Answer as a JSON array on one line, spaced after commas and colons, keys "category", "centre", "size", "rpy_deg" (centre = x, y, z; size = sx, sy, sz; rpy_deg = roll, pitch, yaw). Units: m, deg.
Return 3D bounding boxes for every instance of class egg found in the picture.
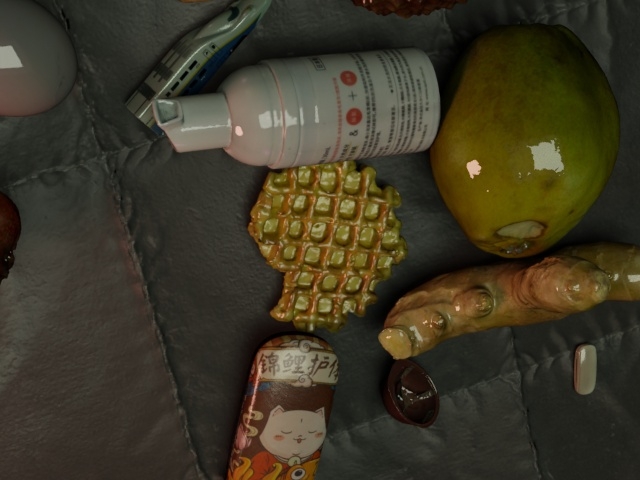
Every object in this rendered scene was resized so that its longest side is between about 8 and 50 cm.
[{"category": "egg", "centre": [-0.384, -0.226, 1.475], "size": [0.199, 0.146, 0.146], "rpy_deg": [29, 95, -17]}]

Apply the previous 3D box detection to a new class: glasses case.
[{"category": "glasses case", "centre": [0.412, 0.200, 1.936], "size": [0.032, 0.021, 0.083], "rpy_deg": [-7, 108, -16]}, {"category": "glasses case", "centre": [-0.060, 0.276, 1.760], "size": [0.122, 0.082, 0.320], "rpy_deg": [8, 111, -15]}]

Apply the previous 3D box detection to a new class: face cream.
[{"category": "face cream", "centre": [-0.042, -0.166, 1.599], "size": [0.370, 0.145, 0.145], "rpy_deg": [-7, 108, -19]}]

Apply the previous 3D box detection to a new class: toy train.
[{"category": "toy train", "centre": [-0.153, -0.241, 1.594], "size": [0.234, 0.052, 0.051], "rpy_deg": [-49, 134, 1]}]

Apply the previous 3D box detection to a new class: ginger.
[{"category": "ginger", "centre": [0.288, 0.068, 1.772], "size": [0.348, 0.363, 0.122], "rpy_deg": [-8, 97, 30]}]

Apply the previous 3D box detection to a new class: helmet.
[{"category": "helmet", "centre": [0.119, 0.227, 1.829], "size": [0.111, 0.057, 0.089], "rpy_deg": [50, 51, -19]}]

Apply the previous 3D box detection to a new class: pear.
[{"category": "pear", "centre": [0.273, -0.137, 1.670], "size": [0.269, 0.269, 0.321], "rpy_deg": [5, 87, -20]}]

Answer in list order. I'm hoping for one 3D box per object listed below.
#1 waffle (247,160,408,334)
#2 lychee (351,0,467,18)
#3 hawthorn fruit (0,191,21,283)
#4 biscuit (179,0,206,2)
[{"category": "waffle", "centre": [0.000, 0.000, 1.721], "size": [0.249, 0.056, 0.253], "rpy_deg": [-48, 116, 0]}, {"category": "lychee", "centre": [0.130, -0.398, 1.531], "size": [0.268, 0.267, 0.267], "rpy_deg": [-5, 108, -17]}, {"category": "hawthorn fruit", "centre": [-0.462, -0.008, 1.512], "size": [0.188, 0.169, 0.169], "rpy_deg": [24, 98, -11]}, {"category": "biscuit", "centre": [-0.112, -0.393, 1.580], "size": [0.221, 0.029, 0.142], "rpy_deg": [-43, 114, -2]}]
